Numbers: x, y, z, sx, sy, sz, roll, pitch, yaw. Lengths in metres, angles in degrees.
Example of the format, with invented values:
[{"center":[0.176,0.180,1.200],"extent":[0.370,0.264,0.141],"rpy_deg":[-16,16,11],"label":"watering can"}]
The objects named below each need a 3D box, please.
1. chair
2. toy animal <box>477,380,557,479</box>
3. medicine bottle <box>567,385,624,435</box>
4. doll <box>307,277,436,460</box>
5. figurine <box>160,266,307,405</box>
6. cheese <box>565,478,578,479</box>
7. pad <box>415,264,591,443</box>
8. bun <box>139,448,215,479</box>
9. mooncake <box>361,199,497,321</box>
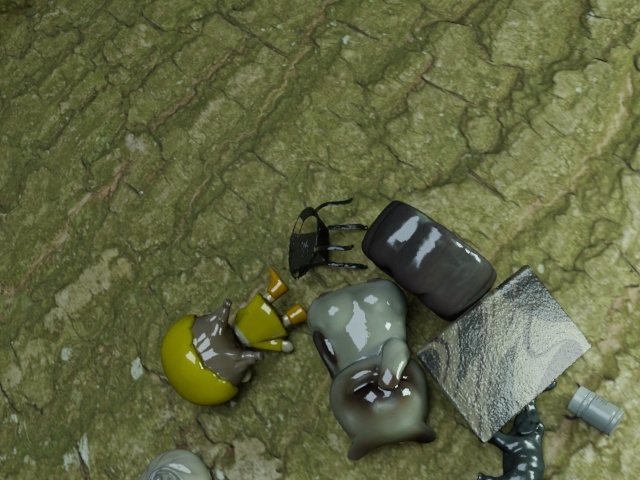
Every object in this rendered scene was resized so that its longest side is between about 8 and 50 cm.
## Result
[{"center":[0.000,0.000,1.756],"extent":[0.213,0.149,0.174],"rpy_deg":[-9,64,20],"label":"chair"},{"center":[0.378,0.392,1.468],"extent":[0.137,0.082,0.270],"rpy_deg":[9,62,20],"label":"toy animal"},{"center":[0.536,0.332,1.452],"extent":[0.091,0.058,0.058],"rpy_deg":[32,78,29],"label":"medicine bottle"},{"center":[0.101,0.242,1.554],"extent":[0.215,0.226,0.370],"rpy_deg":[-12,58,-10],"label":"doll"},{"center":[-0.200,0.222,1.702],"extent":[0.343,0.187,0.215],"rpy_deg":[-37,71,-9],"label":"figurine"},{"center":[0.462,0.504,1.418],"extent":[0.047,0.017,0.111],"rpy_deg":[29,77,32],"label":"cheese"},{"center":[0.370,0.217,1.486],"extent":[0.330,0.004,0.220],"rpy_deg":[-35,83,-22],"label":"pad"},{"center":[-0.324,0.538,1.615],"extent":[0.172,0.120,0.173],"rpy_deg":[-9,61,17],"label":"bun"},{"center":[0.221,0.042,1.570],"extent":[0.306,0.306,0.154],"rpy_deg":[39,90,30],"label":"mooncake"}]
